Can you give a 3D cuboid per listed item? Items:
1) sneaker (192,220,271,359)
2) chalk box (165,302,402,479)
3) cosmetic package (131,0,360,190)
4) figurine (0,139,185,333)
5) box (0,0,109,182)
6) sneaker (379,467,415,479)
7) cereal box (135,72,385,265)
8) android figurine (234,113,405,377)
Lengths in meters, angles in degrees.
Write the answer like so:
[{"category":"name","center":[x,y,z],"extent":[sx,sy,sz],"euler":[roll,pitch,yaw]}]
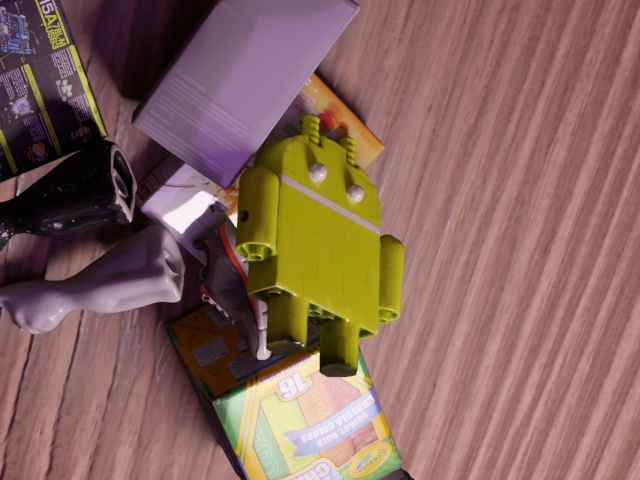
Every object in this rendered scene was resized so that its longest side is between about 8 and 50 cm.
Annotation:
[{"category":"sneaker","center":[-0.097,0.061,1.662],"extent":[0.064,0.158,0.061],"euler":[-20,166,5]},{"category":"chalk box","center":[-0.032,0.204,1.791],"extent":[0.180,0.179,0.289],"euler":[-28,126,-9]},{"category":"cosmetic package","center":[-0.079,-0.184,1.567],"extent":[0.127,0.107,0.238],"euler":[37,93,-11]},{"category":"figurine","center":[-0.273,0.013,1.603],"extent":[0.209,0.092,0.215],"euler":[-17,135,10]},{"category":"box","center":[-0.327,-0.154,1.528],"extent":[0.184,0.045,0.191],"euler":[-26,125,-13]},{"category":"sneaker","center":[0.021,0.398,1.972],"extent":[0.147,0.104,0.296],"euler":[33,95,-31]},{"category":"cereal box","center":[-0.068,-0.077,1.694],"extent":[0.240,0.047,0.173],"euler":[-45,125,4]},{"category":"android figurine","center":[0.000,0.000,1.610],"extent":[0.056,0.273,0.248],"euler":[-17,147,38]}]
